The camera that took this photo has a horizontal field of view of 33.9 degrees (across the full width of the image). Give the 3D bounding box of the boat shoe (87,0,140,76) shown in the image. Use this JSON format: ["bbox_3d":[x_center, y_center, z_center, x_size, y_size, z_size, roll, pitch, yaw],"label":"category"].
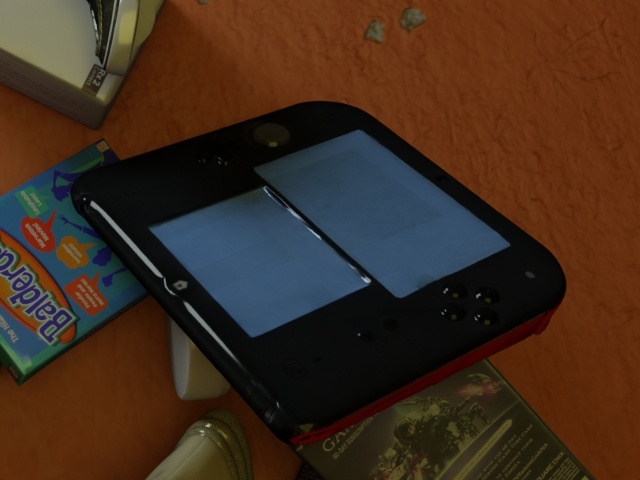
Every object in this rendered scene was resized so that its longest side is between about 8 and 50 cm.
[{"bbox_3d":[-0.206,-0.256,0.978,0.070,0.078,0.219,2,73,-18],"label":"boat shoe"}]

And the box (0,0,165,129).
[{"bbox_3d":[-0.261,-0.237,1.058,0.182,0.119,0.181,27,75,-12],"label":"box"}]

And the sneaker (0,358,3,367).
[{"bbox_3d":[-0.364,0.124,1.012,0.089,0.051,0.170,33,78,-15],"label":"sneaker"}]

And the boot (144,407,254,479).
[{"bbox_3d":[-0.149,0.307,1.020,0.095,0.261,0.203,19,33,17],"label":"boot"}]

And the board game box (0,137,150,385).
[{"bbox_3d":[-0.254,0.017,1.034,0.210,0.047,0.160,-37,87,-30],"label":"board game box"}]

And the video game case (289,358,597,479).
[{"bbox_3d":[0.129,0.221,1.014,0.196,0.026,0.274,-45,103,-12],"label":"video game case"}]

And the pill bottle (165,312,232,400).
[{"bbox_3d":[0.002,0.086,1.069,0.302,0.169,0.169,-4,84,-18],"label":"pill bottle"}]

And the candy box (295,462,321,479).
[{"bbox_3d":[0.068,0.379,1.074,0.268,0.122,0.317,29,76,-13],"label":"candy box"}]

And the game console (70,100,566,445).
[{"bbox_3d":[0.000,0.000,0.992,0.342,0.060,0.386,-19,45,-34],"label":"game console"}]
